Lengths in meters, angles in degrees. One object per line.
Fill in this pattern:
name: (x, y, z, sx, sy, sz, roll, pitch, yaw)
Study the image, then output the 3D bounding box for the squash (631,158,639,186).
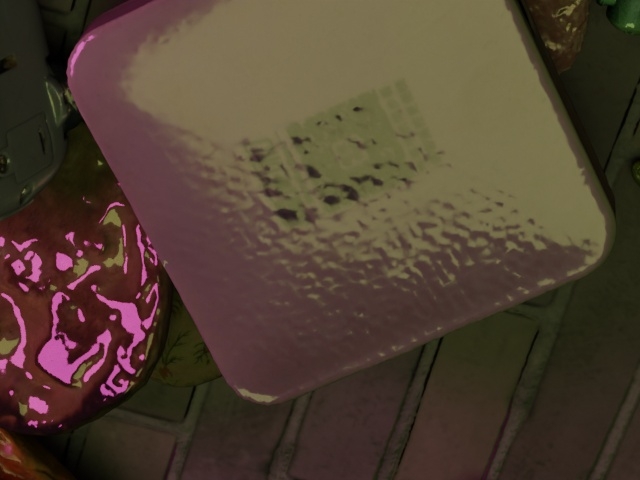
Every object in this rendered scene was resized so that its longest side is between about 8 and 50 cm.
squash: (0.311, -0.043, 1.774, 0.083, 0.027, 0.027, 43, 110, -15)

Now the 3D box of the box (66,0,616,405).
box: (0.018, -0.081, 1.637, 0.373, 0.090, 0.367, -23, 105, 14)

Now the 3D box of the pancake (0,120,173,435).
pancake: (-0.251, 0.030, 1.760, 0.294, 0.049, 0.294, 0, 89, 20)

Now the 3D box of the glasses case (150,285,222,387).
glasses case: (0.000, 0.000, 1.767, 0.425, 0.098, 0.156, -24, 104, 14)

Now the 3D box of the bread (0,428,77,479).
bread: (-0.319, 0.261, 1.872, 0.195, 0.149, 0.344, -29, 111, 38)

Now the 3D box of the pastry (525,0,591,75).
pastry: (0.187, -0.266, 1.631, 0.102, 0.112, 0.265, 5, 128, -10)

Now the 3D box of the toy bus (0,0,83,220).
toy bus: (-0.349, -0.151, 1.653, 0.232, 0.194, 0.288, -3, 110, 27)

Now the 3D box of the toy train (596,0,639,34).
toy train: (0.301, -0.251, 1.632, 0.132, 0.083, 0.200, 4, 116, -17)
